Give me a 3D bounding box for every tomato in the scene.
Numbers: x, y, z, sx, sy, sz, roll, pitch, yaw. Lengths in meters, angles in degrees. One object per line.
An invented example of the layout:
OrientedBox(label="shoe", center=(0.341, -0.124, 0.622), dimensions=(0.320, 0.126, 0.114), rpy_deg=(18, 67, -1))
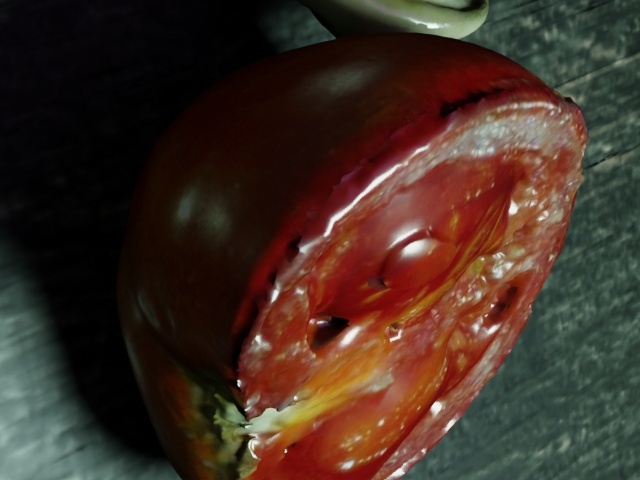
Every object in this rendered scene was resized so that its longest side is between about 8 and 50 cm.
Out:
OrientedBox(label="tomato", center=(0.000, 0.000, 0.655), dimensions=(0.200, 0.139, 0.233), rpy_deg=(-28, 148, -32))

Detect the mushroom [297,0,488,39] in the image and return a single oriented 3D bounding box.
OrientedBox(label="mushroom", center=(-0.041, -0.224, 0.596), dimensions=(0.397, 0.126, 0.177), rpy_deg=(40, 49, -45))
